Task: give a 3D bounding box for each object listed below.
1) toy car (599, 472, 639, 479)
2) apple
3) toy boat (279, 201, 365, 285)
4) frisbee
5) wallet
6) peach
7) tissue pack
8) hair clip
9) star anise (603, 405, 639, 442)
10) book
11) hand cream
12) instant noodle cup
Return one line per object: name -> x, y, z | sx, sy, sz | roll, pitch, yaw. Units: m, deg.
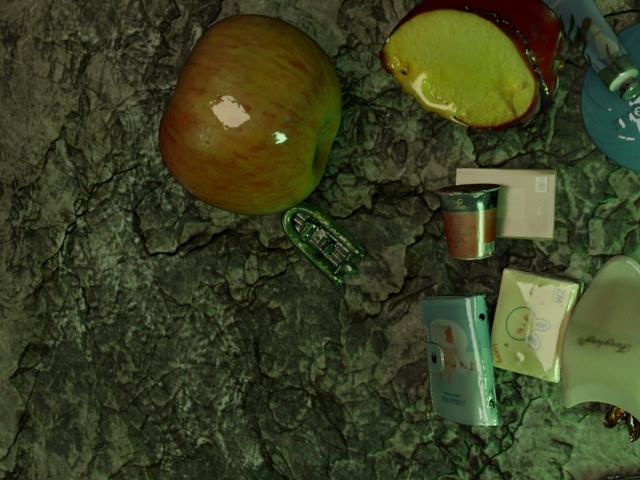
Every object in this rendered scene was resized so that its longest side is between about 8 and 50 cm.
toy car -> 0.607, 0.485, 1.731 | 0.204, 0.056, 0.095 | -9, 90, 20
apple -> -0.124, -0.236, 1.817 | 0.333, 0.400, 0.400 | 27, 102, -7
toy boat -> 0.000, 0.000, 1.945 | 0.210, 0.052, 0.104 | 44, 108, 13
frisbee -> 0.621, -0.265, 1.698 | 0.289, 0.049, 0.290 | 1, 92, 21
wallet -> 0.272, 0.228, 1.795 | 0.176, 0.075, 0.251 | -8, 89, 64
peach -> 0.298, -0.356, 1.746 | 0.361, 0.201, 0.258 | 12, 127, 33
tissue pack -> 0.409, 0.157, 1.773 | 0.148, 0.092, 0.196 | 12, 96, 22
hair clip -> 0.535, 0.176, 1.681 | 0.172, 0.113, 0.282 | 10, 77, 40
star anise -> 0.617, 0.282, 1.703 | 0.234, 0.073, 0.177 | -6, 82, 37
book -> 0.361, -0.073, 1.823 | 0.198, 0.016, 0.139 | 4, 94, 21
hand cream -> 0.504, -0.372, 1.718 | 0.091, 0.058, 0.271 | -36, 62, 21
instant noodle cup -> 0.289, -0.036, 1.787 | 0.127, 0.127, 0.136 | -2, 100, 21
